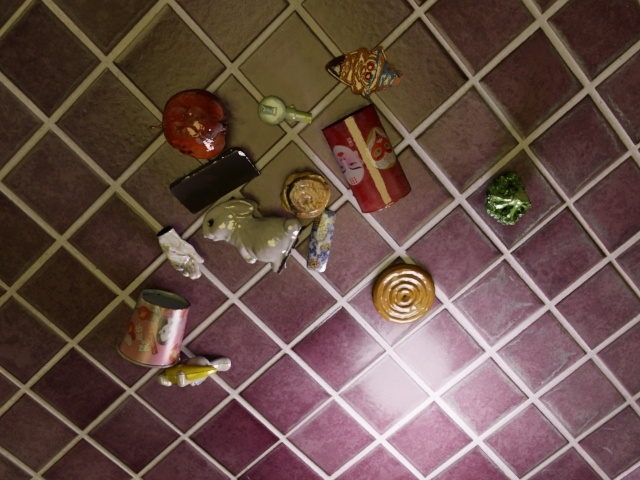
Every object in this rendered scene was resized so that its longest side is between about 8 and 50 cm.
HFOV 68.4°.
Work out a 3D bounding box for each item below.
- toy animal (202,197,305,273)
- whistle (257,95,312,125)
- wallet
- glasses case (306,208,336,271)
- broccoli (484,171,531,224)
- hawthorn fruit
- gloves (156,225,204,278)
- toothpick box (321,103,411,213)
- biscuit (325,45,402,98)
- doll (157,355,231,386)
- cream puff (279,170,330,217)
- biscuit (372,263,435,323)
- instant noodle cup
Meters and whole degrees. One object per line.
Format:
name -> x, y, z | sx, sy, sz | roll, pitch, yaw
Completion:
toy animal -> -0.253, -0.040, 1.743 | 0.357, 0.194, 0.258 | 28, 112, -1
whistle -> -0.128, -0.456, 1.691 | 0.198, 0.057, 0.104 | 11, 105, -4
wallet -> -0.387, -0.220, 1.722 | 0.309, 0.042, 0.165 | -29, 138, 7
glasses case -> 0.000, 0.000, 1.813 | 0.086, 0.065, 0.248 | 10, 105, -1
broccoli -> 0.704, -0.154, 1.758 | 0.195, 0.156, 0.196 | 5, 75, -19
hawthorn fruit -> -0.456, -0.397, 1.607 | 0.271, 0.242, 0.242 | 2, 105, -3
gloves -> -0.530, 0.049, 1.793 | 0.119, 0.097, 0.229 | -28, 99, 10
toothpick box -> 0.165, -0.287, 1.673 | 0.204, 0.204, 0.333 | -26, 103, 5
biscuit -> 0.156, -0.604, 1.677 | 0.280, 0.043, 0.183 | 8, 101, -7
doll -> -0.506, 0.518, 1.859 | 0.237, 0.252, 0.111 | -13, 81, 10
cream puff -> -0.060, -0.168, 1.734 | 0.189, 0.129, 0.189 | -2, 101, -10
biscuit -> 0.338, 0.219, 1.899 | 0.261, 0.037, 0.262 | 0, 105, -1
instant noodle cup -> -0.623, 0.328, 1.798 | 0.242, 0.243, 0.231 | 18, 98, -7
